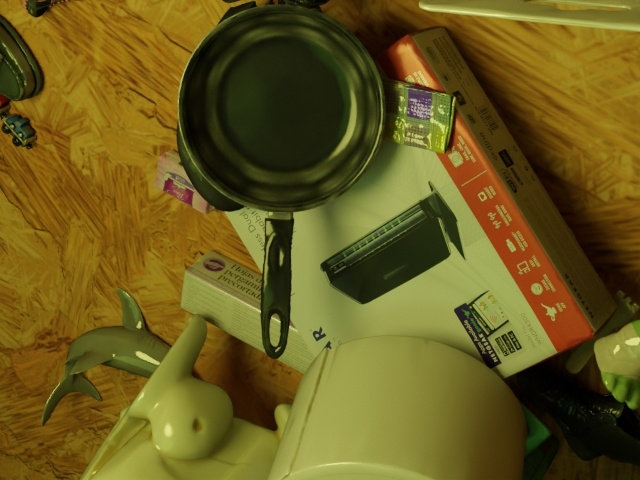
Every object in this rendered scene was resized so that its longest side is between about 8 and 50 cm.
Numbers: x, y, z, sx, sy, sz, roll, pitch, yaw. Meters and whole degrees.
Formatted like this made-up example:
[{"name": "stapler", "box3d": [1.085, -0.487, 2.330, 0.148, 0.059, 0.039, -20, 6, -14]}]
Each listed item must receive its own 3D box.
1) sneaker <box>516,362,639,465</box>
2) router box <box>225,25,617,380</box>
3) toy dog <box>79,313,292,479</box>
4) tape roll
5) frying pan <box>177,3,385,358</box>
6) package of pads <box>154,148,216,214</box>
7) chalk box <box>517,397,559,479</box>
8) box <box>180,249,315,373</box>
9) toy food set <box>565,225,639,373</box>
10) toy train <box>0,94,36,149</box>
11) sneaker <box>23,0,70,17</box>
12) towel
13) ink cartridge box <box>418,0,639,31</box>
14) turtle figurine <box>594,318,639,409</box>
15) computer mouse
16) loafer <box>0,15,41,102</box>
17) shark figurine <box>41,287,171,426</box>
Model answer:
[{"name": "sneaker", "box3d": [0.295, 0.182, 1.208, 0.089, 0.051, 0.170, -30, 103, 42]}, {"name": "router box", "box3d": [0.087, 0.004, 1.152, 0.301, 0.082, 0.336, -34, 88, 34]}, {"name": "toy dog", "box3d": [-0.084, 0.345, 1.348, 0.407, 0.395, 0.285, 33, 119, -5]}, {"name": "tape roll", "box3d": [0.074, 0.237, 1.094, 0.246, 0.169, 0.246, 8, 131, 10]}, {"name": "frying pan", "box3d": [-0.014, -0.066, 1.075, 0.197, 0.053, 0.326, -19, 103, 8]}, {"name": "package of pads", "box3d": [-0.161, -0.071, 1.367, 0.083, 0.032, 0.050, 28, 129, 17]}, {"name": "chalk box", "box3d": [0.173, 0.252, 1.277, 0.132, 0.132, 0.213, 44, 134, 4]}, {"name": "box", "box3d": [-0.023, 0.115, 1.370, 0.324, 0.063, 0.067, 26, 128, 19]}, {"name": "toy food set", "box3d": [0.228, 0.039, 1.159, 0.192, 0.038, 0.132, 41, 128, 14]}, {"name": "toy train", "box3d": [-0.433, -0.187, 1.484, 0.036, 0.027, 0.158, -39, 92, 32]}, {"name": "sneaker", "box3d": [-0.309, -0.297, 1.321, 0.057, 0.047, 0.119, 40, 135, -10]}, {"name": "towel", "box3d": [0.085, -0.118, 1.055, 0.083, 0.009, 0.060, 17, 113, 25]}, {"name": "ink cartridge box", "box3d": [0.223, -0.257, 0.767, 0.207, 0.353, 0.119, 12, 124, 28]}, {"name": "turtle figurine", "box3d": [0.398, 0.089, 0.972, 0.275, 0.198, 0.266, 49, 126, 1]}, {"name": "computer mouse", "box3d": [-0.093, -0.165, 1.141, 0.188, 0.072, 0.272, 17, 98, 40]}, {"name": "loafer", "box3d": [-0.472, -0.272, 1.415, 0.267, 0.084, 0.096, 48, 133, 0]}, {"name": "shark figurine", "box3d": [-0.325, 0.175, 1.583, 0.278, 0.116, 0.166, -17, 106, 38]}]
